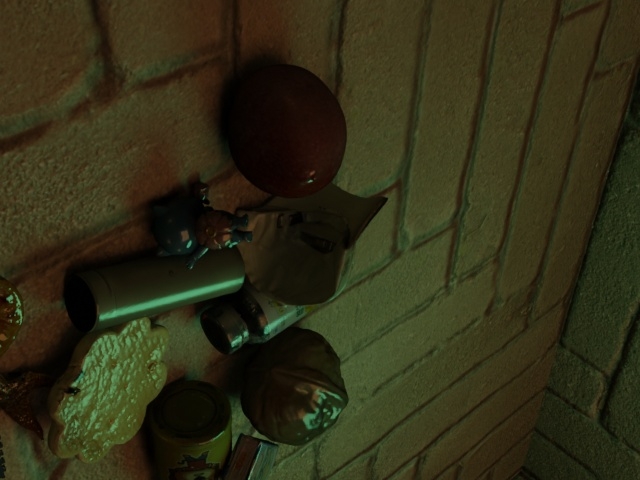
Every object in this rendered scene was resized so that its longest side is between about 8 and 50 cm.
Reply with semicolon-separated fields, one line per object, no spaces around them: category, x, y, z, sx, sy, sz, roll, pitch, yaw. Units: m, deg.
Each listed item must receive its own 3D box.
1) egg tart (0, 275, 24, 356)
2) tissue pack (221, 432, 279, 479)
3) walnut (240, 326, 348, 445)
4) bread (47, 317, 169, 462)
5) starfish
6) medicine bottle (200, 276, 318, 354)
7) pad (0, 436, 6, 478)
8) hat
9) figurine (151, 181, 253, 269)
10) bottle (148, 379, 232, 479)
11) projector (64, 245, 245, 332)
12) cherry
egg tart;-0.554;0.101;1.379;0.203;0.147;0.202;-31;139;-31
tissue pack;-0.151;0.480;2.041;0.155;0.065;0.115;54;55;-69
walnut;-0.059;0.328;2.122;0.273;0.227;0.273;-37;149;-27
bread;-0.394;0.271;1.768;0.316;0.054;0.316;-44;145;-42
starfish;-0.562;0.279;1.628;0.247;0.050;0.138;13;110;-47
medicine bottle;-0.105;0.120;1.956;0.293;0.141;0.141;-32;141;-29
pad;-0.658;0.347;1.548;0.269;0.012;0.269;-14;131;-27
hat;-0.003;-0.003;1.888;0.301;0.258;0.168;-41;141;-41
figurine;-0.209;-0.030;1.700;0.144;0.178;0.114;-75;163;-54
bottle;-0.270;0.476;2.047;0.171;0.171;0.351;-30;140;-31
projector;-0.293;0.077;1.718;0.338;0.108;0.108;-14;130;-44
cherry;-0.046;-0.185;1.672;0.206;0.239;0.239;-26;139;-47
